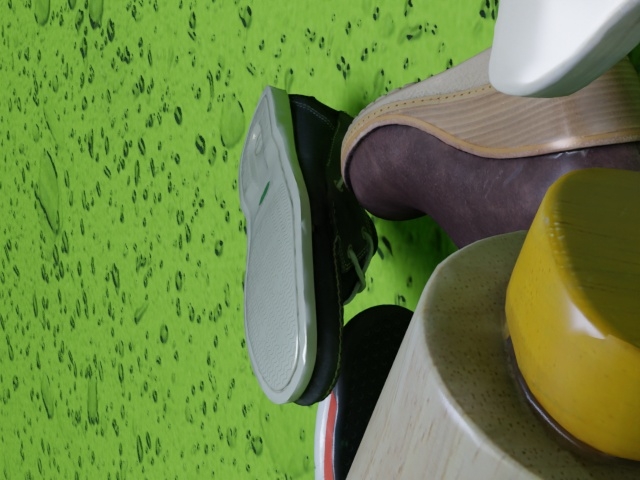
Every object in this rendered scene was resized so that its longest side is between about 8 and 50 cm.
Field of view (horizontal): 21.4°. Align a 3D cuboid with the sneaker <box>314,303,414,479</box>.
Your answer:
[{"bbox_3d":[0.017,0.174,1.011,0.145,0.090,0.270,-6,92,60],"label":"sneaker"}]

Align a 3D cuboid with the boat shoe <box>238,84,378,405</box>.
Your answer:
[{"bbox_3d":[0.000,0.000,0.958,0.233,0.079,0.084,-93,26,-48],"label":"boat shoe"}]

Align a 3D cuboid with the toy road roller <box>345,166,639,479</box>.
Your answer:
[{"bbox_3d":[0.170,0.139,0.457,0.240,0.330,0.202,-93,17,-51],"label":"toy road roller"}]

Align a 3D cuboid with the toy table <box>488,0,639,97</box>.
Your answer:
[{"bbox_3d":[0.145,-0.167,0.575,0.161,0.252,0.274,20,93,44],"label":"toy table"}]

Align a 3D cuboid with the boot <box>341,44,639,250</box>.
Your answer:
[{"bbox_3d":[0.093,0.017,0.838,0.248,0.090,0.206,-32,68,63],"label":"boot"}]
